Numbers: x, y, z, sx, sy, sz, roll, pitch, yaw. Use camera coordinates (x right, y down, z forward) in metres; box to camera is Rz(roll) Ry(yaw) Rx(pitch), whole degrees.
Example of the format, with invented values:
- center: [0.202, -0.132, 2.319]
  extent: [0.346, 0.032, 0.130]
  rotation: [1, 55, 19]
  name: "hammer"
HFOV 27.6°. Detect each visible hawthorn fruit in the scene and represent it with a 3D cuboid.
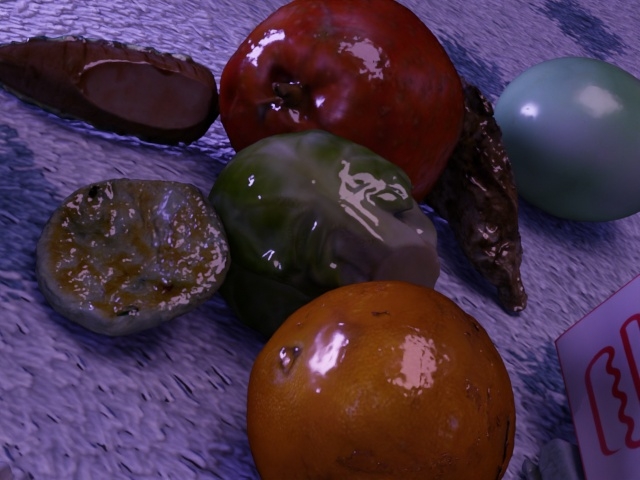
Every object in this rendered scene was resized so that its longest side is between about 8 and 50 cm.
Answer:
- center: [0.019, -0.152, 1.480]
  extent: [0.275, 0.275, 0.300]
  rotation: [44, 18, 19]
  name: "hawthorn fruit"

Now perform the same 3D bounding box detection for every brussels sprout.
- center: [0.000, 0.000, 1.302]
  extent: [0.244, 0.244, 0.244]
  rotation: [22, 33, -15]
  name: "brussels sprout"

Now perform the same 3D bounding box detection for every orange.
- center: [0.053, 0.151, 1.131]
  extent: [0.240, 0.240, 0.240]
  rotation: [22, 33, -15]
  name: "orange"

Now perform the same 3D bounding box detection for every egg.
- center: [0.362, -0.136, 1.787]
  extent: [0.270, 0.220, 0.220]
  rotation: [18, 34, -17]
  name: "egg"

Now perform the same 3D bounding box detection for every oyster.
- center: [0.155, -0.105, 1.625]
  extent: [0.111, 0.204, 0.396]
  rotation: [-23, 52, -15]
  name: "oyster"

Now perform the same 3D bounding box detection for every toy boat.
- center: [-0.246, -0.175, 1.464]
  extent: [0.293, 0.108, 0.099]
  rotation: [10, 3, -22]
  name: "toy boat"

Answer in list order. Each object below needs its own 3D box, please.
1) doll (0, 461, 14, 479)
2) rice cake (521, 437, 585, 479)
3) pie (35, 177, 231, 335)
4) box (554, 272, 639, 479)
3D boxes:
- center: [-0.269, 0.211, 0.946]
  extent: [0.135, 0.071, 0.113]
  rotation: [-3, 38, -36]
  name: "doll"
- center: [0.263, 0.326, 1.224]
  extent: [0.066, 0.063, 0.336]
  rotation: [25, 31, -24]
  name: "rice cake"
- center: [-0.177, 0.013, 1.235]
  extent: [0.187, 0.041, 0.186]
  rotation: [-2, 52, 2]
  name: "pie"
- center: [0.459, 0.183, 1.309]
  extent: [0.314, 0.300, 0.312]
  rotation: [35, 29, -23]
  name: "box"
